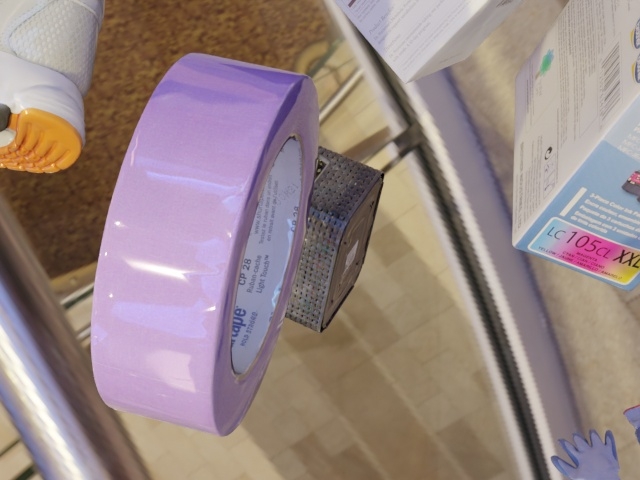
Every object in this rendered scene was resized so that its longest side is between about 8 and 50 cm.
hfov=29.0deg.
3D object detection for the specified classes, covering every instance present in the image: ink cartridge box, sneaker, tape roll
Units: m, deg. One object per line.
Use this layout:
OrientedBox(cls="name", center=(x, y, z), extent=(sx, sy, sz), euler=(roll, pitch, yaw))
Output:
OrientedBox(cls="ink cartridge box", center=(0.339, -0.177, 1.196), extent=(0.151, 0.270, 0.395), euler=(17, 140, -11))
OrientedBox(cls="sneaker", center=(-0.212, -0.108, 0.671), extent=(0.263, 0.099, 0.121), euler=(6, 71, 32))
OrientedBox(cls="tape roll", center=(-0.078, 0.003, 0.927), extent=(0.090, 0.275, 0.274), euler=(13, 114, 8))

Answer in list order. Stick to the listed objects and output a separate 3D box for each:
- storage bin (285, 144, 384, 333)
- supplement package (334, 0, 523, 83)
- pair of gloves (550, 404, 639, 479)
OrientedBox(cls="storage bin", center=(0.000, 0.000, 1.391), extent=(0.084, 0.122, 0.180), euler=(23, 135, 13))
OrientedBox(cls="supplement package", center=(0.071, -0.288, 1.143), extent=(0.244, 0.139, 0.134), euler=(50, 125, 6))
OrientedBox(cls="pair of gloves", center=(0.411, 0.279, 1.643), extent=(0.198, 0.159, 0.023), euler=(-20, 116, -1))
